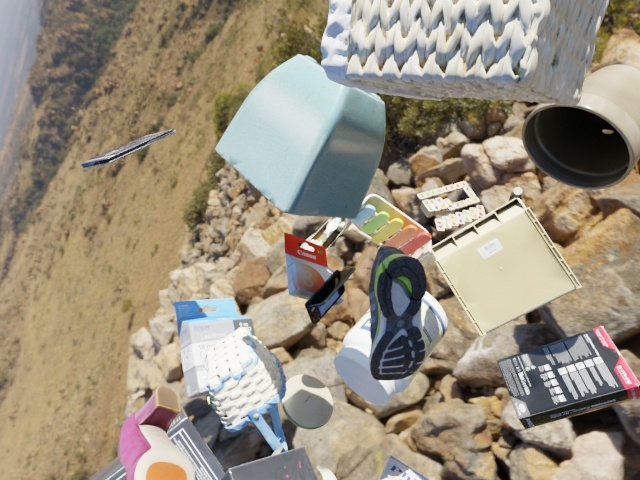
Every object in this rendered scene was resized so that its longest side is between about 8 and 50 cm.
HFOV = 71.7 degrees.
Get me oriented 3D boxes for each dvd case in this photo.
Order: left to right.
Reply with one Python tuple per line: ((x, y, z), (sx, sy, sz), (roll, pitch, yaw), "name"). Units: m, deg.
((-0.535, -0.258, 1.240), (0.164, 0.221, 0.018), (2, 121, 40), "dvd case")

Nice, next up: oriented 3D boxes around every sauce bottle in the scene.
((0.620, -0.135, 1.405), (0.042, 0.128, 0.042), (-6, 73, 20), "sauce bottle")

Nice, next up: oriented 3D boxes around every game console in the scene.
((0.030, 0.126, 0.990), (0.071, 0.107, 0.122), (20, 51, 38), "game console")

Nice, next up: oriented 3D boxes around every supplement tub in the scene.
((0.217, 0.313, 1.364), (0.235, 0.325, 0.235), (31, 145, 25), "supplement tub")

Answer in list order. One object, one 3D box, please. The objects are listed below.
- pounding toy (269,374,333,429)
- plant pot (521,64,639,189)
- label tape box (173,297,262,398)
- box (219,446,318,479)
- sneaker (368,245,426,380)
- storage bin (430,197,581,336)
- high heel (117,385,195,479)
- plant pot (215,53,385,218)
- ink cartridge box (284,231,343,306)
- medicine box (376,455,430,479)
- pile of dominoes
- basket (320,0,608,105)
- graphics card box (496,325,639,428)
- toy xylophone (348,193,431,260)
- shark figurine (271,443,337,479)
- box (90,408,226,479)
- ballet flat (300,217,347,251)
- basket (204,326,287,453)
((-0.083, 0.558, 1.466), (0.110, 0.236, 0.183), (-61, 43, 38), "pounding toy")
((0.828, -0.363, 1.325), (0.280, 0.323, 0.323), (-46, 40, -12), "plant pot")
((-0.350, 0.343, 1.518), (0.106, 0.240, 0.334), (-37, 61, 43), "label tape box")
((-0.067, 0.516, 0.730), (0.143, 0.165, 0.270), (-55, 49, 29), "box")
((0.144, 0.145, 0.869), (0.121, 0.111, 0.300), (-100, 12, -66), "sneaker")
((0.459, 0.067, 1.131), (0.262, 0.123, 0.260), (-33, 81, 19), "storage bin")
((-0.350, 0.478, 0.885), (0.181, 0.127, 0.377), (-54, 23, 7), "high heel")
((-0.013, -0.219, 0.907), (0.247, 0.247, 0.252), (41, 113, 29), "plant pot")
((-0.017, 0.065, 1.093), (0.045, 0.145, 0.179), (-35, 48, 38), "ink cartridge box")
((0.282, 0.874, 1.410), (0.263, 0.289, 0.149), (27, 97, 17), "medicine box")
((0.519, -0.146, 1.732), (0.040, 0.251, 0.196), (97, 152, -54), "pile of dominoes")
((0.213, -0.350, 0.582), (0.266, 0.328, 0.332), (21, 112, 35), "basket")
((0.813, 0.459, 1.481), (0.370, 0.094, 0.233), (-25, 37, 18), "graphics card box")
((0.226, -0.028, 1.541), (0.236, 0.322, 0.081), (-54, 9, 53), "toy xylophone")
((-0.026, 0.589, 1.009), (0.278, 0.166, 0.116), (14, 96, 11), "shark figurine")
((-0.423, 0.686, 1.220), (0.296, 0.294, 0.182), (57, 155, -2), "box")
((0.000, 0.000, 1.274), (0.072, 0.068, 0.213), (40, 74, 8), "ballet flat")
((-0.184, 0.398, 1.185), (0.201, 0.289, 0.255), (-35, 20, -4), "basket")
